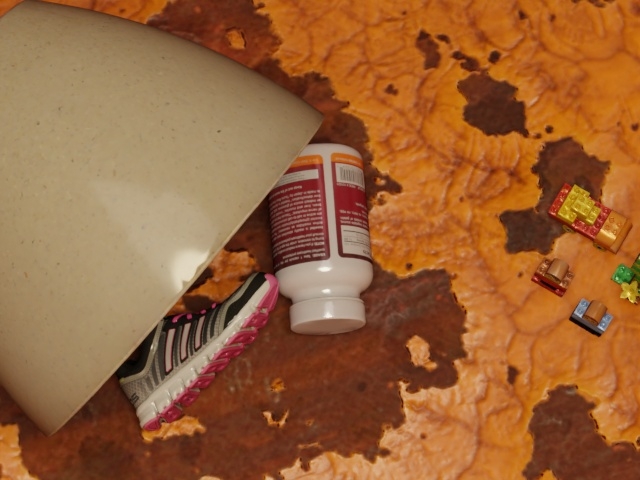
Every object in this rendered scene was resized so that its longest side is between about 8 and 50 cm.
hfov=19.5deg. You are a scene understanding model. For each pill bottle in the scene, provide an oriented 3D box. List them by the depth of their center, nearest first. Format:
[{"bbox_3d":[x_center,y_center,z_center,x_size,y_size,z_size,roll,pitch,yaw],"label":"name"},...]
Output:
[{"bbox_3d":[0.000,0.000,1.591,0.086,0.086,0.152,-4,75,-3],"label":"pill bottle"}]

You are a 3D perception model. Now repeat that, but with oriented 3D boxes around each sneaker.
[{"bbox_3d":[-0.109,0.079,1.565,0.170,0.063,0.075,-46,76,10],"label":"sneaker"}]

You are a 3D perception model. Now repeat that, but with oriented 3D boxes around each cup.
[{"bbox_3d":[-0.192,-0.048,1.450,0.237,0.331,0.331,40,77,-4],"label":"cup"}]

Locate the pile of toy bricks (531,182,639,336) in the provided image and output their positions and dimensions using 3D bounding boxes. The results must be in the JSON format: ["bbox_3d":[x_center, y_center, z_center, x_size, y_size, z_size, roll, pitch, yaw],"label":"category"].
[{"bbox_3d":[0.285,0.030,1.581,0.212,0.105,0.118,30,76,6],"label":"pile of toy bricks"}]
